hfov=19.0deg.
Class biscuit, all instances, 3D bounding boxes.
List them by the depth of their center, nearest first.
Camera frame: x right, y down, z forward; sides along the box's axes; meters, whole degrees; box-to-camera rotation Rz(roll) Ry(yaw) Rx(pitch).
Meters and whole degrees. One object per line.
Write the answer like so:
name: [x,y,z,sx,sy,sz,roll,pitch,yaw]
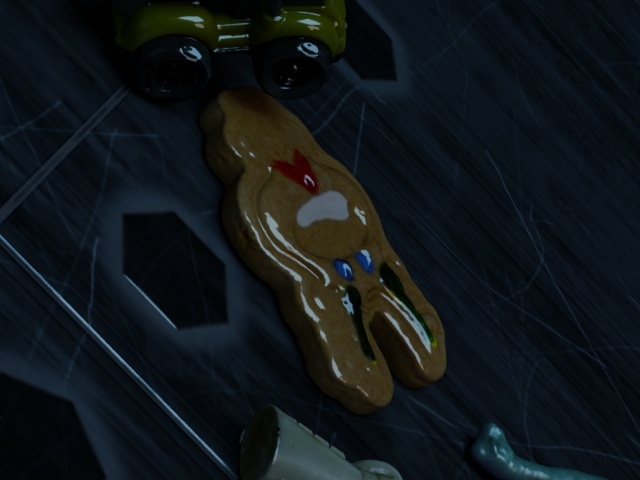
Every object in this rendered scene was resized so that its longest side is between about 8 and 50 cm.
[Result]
biscuit: [0.000,0.000,1.760,0.202,0.047,0.333,-13,69,-54]

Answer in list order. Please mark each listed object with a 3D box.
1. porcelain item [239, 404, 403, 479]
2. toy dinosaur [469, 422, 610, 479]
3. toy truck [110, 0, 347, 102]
porcelain item: [0.029,0.210,1.587,0.213,0.054,0.084,30,41,-29]
toy dinosaur: [0.311,0.351,1.785,0.331,0.129,0.383,6,56,-34]
toy truck: [-0.082,-0.228,1.727,0.224,0.165,0.147,1,51,-11]
